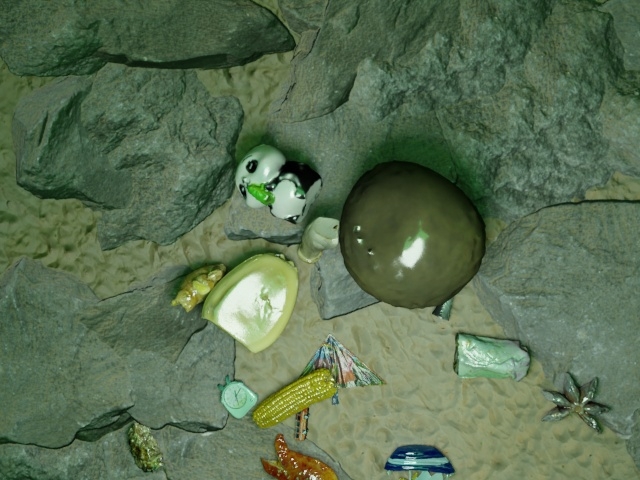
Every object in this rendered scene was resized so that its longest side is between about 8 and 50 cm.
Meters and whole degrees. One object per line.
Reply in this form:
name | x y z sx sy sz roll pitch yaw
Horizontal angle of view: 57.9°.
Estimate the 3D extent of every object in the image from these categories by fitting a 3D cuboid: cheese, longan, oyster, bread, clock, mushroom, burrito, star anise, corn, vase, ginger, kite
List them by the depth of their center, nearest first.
longan | 0.252 -0.009 1.683 0.436 0.404 0.404 39 94 4
star anise | 0.784 0.496 1.778 0.208 0.063 0.171 12 89 6
mushroom | -0.006 -0.008 1.790 0.108 0.247 0.096 41 63 -4
burrito | 0.531 0.368 1.798 0.229 0.089 0.143 3 92 8
vase | 0.405 0.165 1.826 0.059 0.059 0.166 19 91 6
cheese | -0.197 0.183 1.837 0.260 0.128 0.315 40 83 -14
corn | -0.089 0.506 1.846 0.313 0.102 0.101 -29 86 8
bread | -0.066 0.748 1.856 0.269 0.095 0.139 30 85 10
ginger | -0.397 0.151 1.873 0.216 0.157 0.102 -37 109 8
kite | 0.050 0.419 1.887 0.322 0.016 0.233 -6 87 6
clock | -0.278 0.509 1.907 0.135 0.041 0.101 45 95 6
oyster | -0.592 0.693 1.937 0.106 0.056 0.177 -9 93 14

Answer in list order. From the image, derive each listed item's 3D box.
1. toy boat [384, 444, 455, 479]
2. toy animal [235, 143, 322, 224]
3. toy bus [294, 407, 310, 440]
toy boat | 0.314 0.799 1.830 0.221 0.067 0.290 -2 92 6
toy animal | -0.141 -0.177 1.815 0.267 0.212 0.212 23 92 3
toy bus | -0.060 0.596 1.887 0.043 0.031 0.110 5 91 13
